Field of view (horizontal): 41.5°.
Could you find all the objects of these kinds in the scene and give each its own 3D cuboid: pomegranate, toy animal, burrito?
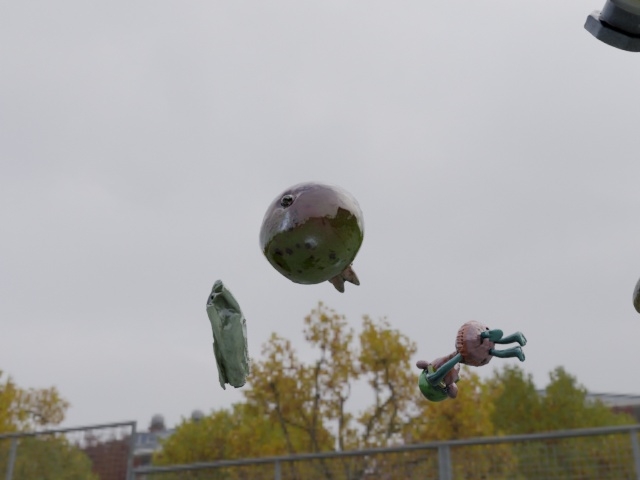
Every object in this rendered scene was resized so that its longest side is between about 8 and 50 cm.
[{"bbox_3d":[0.004,-0.006,1.012,0.129,0.129,0.159,-22,-25,37],"label":"pomegranate"},{"bbox_3d":[0.224,0.189,1.323,0.103,0.100,0.208,-28,-6,-45],"label":"toy animal"},{"bbox_3d":[-0.107,0.106,0.978,0.044,0.074,0.118,-4,-69,5],"label":"burrito"}]

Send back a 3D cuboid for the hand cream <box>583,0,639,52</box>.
[{"bbox_3d":[0.216,-0.234,0.448,0.059,0.095,0.276,21,-55,7],"label":"hand cream"}]

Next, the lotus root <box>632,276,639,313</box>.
[{"bbox_3d":[0.502,0.068,1.271,0.054,0.049,0.099,-17,-47,-44],"label":"lotus root"}]
